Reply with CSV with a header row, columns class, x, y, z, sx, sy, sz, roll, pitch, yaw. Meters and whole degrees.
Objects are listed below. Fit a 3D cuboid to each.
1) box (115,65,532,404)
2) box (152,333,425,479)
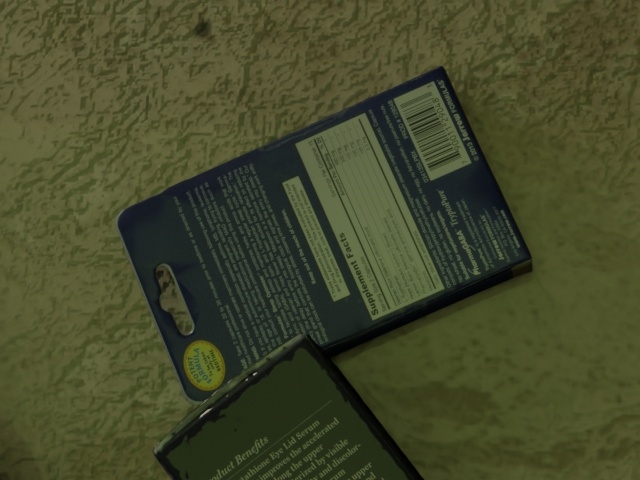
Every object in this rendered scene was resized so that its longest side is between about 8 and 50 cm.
class,x,y,z,sx,sy,sz,roll,pitch,yaw
box,0.000,0.000,1.117,0.225,0.036,0.136,-23,77,0
box,0.018,0.170,1.024,0.108,0.153,0.207,-38,76,-1
